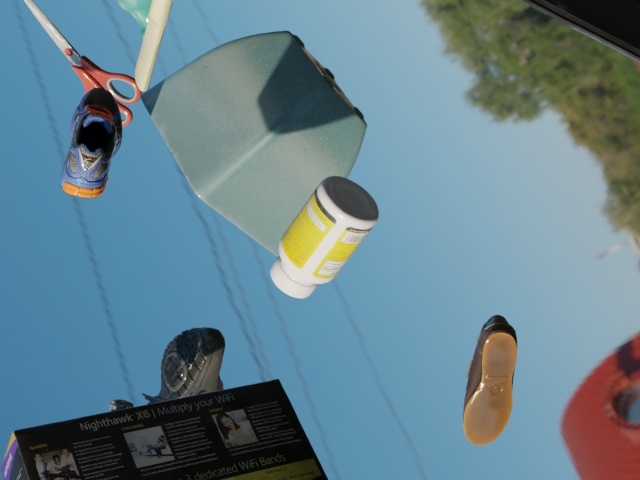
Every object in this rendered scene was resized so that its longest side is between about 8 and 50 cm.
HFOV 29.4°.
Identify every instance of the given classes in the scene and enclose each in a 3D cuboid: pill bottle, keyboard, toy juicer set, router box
[{"bbox_3d":[0.000,0.000,1.157,0.065,0.116,0.065,25,-146,-18],"label":"pill bottle"},{"bbox_3d":[0.229,-0.275,1.236,0.317,0.033,0.201,24,-139,-17],"label":"keyboard"},{"bbox_3d":[-0.245,-0.408,1.780,0.089,0.209,0.329,-4,-119,-35],"label":"toy juicer set"},{"bbox_3d":[-0.137,0.283,1.232,0.309,0.081,0.243,-7,-126,-31],"label":"router box"}]

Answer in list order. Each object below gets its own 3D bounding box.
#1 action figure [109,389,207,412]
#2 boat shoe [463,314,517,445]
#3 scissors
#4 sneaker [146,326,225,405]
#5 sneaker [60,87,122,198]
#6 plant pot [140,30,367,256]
[{"bbox_3d":[-0.243,0.302,1.695,0.285,0.185,0.099,-45,-45,-36],"label":"action figure"},{"bbox_3d":[0.264,0.215,1.888,0.073,0.207,0.073,9,-157,-6],"label":"boat shoe"},{"bbox_3d":[-0.454,-0.326,2.242,0.297,0.109,0.021,38,-144,-8],"label":"scissors"},{"bbox_3d":[-0.203,0.251,2.015,0.130,0.286,0.109,4,-139,-29],"label":"sneaker"},{"bbox_3d":[-0.327,-0.158,1.797,0.083,0.087,0.221,12,-139,-16],"label":"sneaker"},{"bbox_3d":[-0.079,-0.176,1.906,0.248,0.252,0.247,39,-165,-53],"label":"plant pot"}]
